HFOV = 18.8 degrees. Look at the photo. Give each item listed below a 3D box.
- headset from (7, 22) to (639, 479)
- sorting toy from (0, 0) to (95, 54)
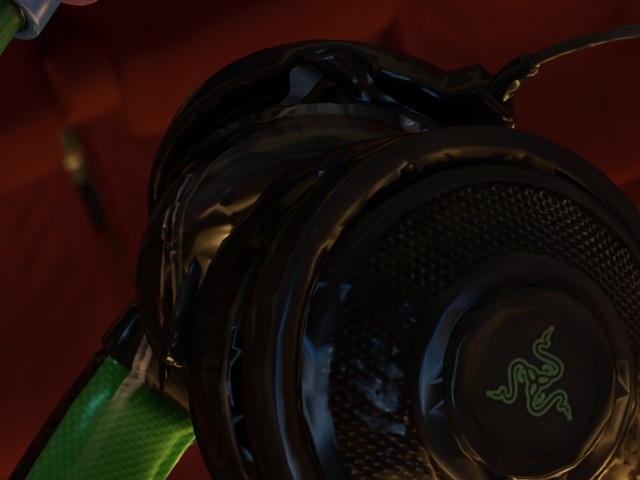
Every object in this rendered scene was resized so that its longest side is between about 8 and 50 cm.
[{"bbox_3d":[0.000,0.000,0.563,0.394,0.185,0.243,-49,-160,4],"label":"headset"},{"bbox_3d":[-0.191,-0.177,0.650,0.127,0.365,0.126,12,-118,36],"label":"sorting toy"}]
